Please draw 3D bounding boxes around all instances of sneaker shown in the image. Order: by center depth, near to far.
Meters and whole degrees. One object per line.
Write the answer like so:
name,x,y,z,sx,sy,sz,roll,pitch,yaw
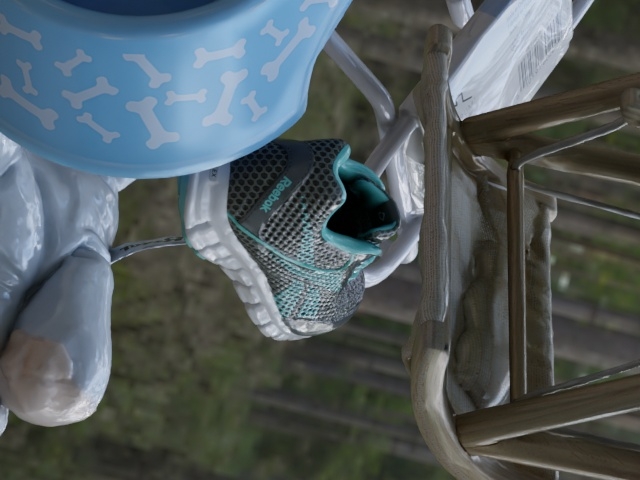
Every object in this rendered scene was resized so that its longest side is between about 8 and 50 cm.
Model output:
sneaker,0.000,0.000,0.830,0.166,0.076,0.065,45,44,-65

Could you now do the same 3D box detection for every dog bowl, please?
dog bowl,-0.018,-0.150,0.777,0.297,0.166,0.074,-37,158,-21

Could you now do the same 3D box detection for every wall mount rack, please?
wall mount rack,0.060,-0.156,1.270,0.350,0.130,0.304,-52,152,-25

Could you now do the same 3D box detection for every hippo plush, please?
hippo plush,-0.234,-0.017,1.322,0.234,0.294,0.236,-117,-178,-45

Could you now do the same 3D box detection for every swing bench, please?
swing bench,0.178,0.016,1.113,0.165,0.254,0.253,82,10,-45
